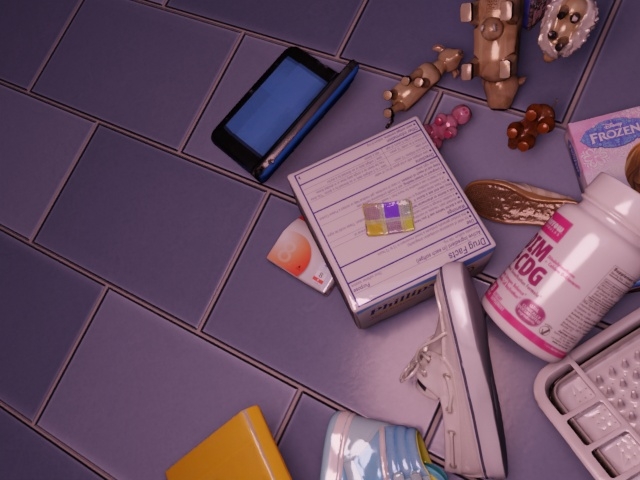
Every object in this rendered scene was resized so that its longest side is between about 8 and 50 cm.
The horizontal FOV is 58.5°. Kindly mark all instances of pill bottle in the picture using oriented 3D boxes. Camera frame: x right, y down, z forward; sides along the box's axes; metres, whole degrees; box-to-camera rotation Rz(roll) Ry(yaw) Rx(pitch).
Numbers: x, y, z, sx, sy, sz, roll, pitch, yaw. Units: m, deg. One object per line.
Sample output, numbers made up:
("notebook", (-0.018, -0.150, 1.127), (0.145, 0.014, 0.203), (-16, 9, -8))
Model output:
("pill bottle", (0.407, 0.043, 0.913), (0.160, 0.160, 0.283), (43, 108, 21))

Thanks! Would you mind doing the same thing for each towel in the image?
("towel", (0.113, -0.038, 0.958), (0.083, 0.009, 0.060), (-5, 69, 5))

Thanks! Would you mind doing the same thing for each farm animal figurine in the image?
("farm animal figurine", (0.304, -0.325, 1.077), (0.330, 0.172, 0.327), (24, 123, 20))

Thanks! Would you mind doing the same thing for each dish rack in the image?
("dish rack", (0.537, 0.249, 0.870), (0.333, 0.072, 0.285), (-34, 44, 4))

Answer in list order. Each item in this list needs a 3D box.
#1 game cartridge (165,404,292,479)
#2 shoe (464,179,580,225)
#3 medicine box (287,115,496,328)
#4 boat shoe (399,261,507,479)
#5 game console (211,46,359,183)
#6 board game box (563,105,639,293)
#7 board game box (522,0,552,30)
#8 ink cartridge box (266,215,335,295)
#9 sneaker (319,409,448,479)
("game cartridge", (-0.125, 0.485, 0.966), (0.285, 0.052, 0.324), (-44, 66, 33))
("shoe", (0.376, -0.065, 1.056), (0.219, 0.058, 0.076), (17, 111, 23))
("medicine box", (0.121, -0.030, 1.040), (0.263, 0.149, 0.289), (-25, 70, -3))
("boat shoe", (0.201, 0.218, 0.939), (0.156, 0.136, 0.367), (-9, 104, 21))
("game console", (-0.087, -0.281, 1.183), (0.173, 0.250, 0.293), (41, 88, -5))
("board game box", (0.628, -0.092, 0.983), (0.318, 0.066, 0.318), (-13, 71, 12))
("board game box", (0.439, -0.620, 1.145), (0.291, 0.141, 0.232), (-43, 69, 0))
("ink cartridge box", (0.000, 0.000, 1.141), (0.145, 0.045, 0.179), (30, 87, 20))
("sneaker", (0.103, 0.453, 0.940), (0.208, 0.127, 0.319), (1, 76, 17))
